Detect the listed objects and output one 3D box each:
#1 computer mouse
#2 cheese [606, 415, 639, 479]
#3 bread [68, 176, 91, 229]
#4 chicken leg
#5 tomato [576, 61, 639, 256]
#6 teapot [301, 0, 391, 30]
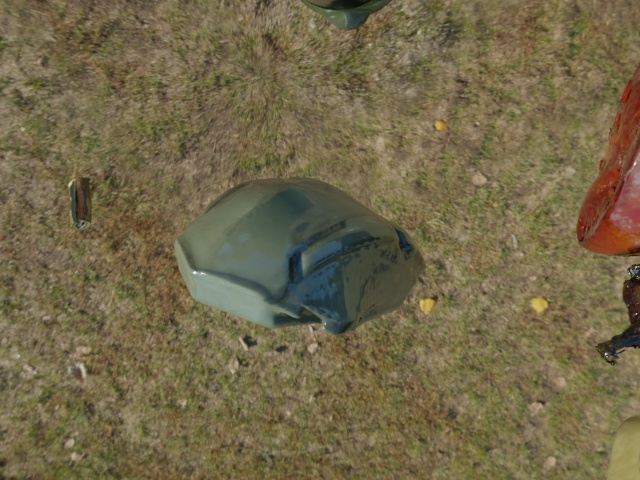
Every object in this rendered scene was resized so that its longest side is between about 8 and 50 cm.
[{"bbox_3d":[0.002,-0.003,0.655,0.228,0.429,0.145,24,103,28],"label":"computer mouse"},{"bbox_3d":[0.566,0.449,0.773,0.384,0.104,0.384,3,67,-8],"label":"cheese"},{"bbox_3d":[-0.414,-0.063,0.868,0.036,0.047,0.083,5,69,-35],"label":"bread"},{"bbox_3d":[0.589,0.143,0.935,0.106,0.051,0.253,38,57,12],"label":"chicken leg"},{"bbox_3d":[0.378,-0.085,0.536,0.139,0.200,0.233,17,112,19],"label":"tomato"},{"bbox_3d":[-0.006,-0.369,0.510,0.200,0.337,0.270,-5,104,17],"label":"teapot"}]
